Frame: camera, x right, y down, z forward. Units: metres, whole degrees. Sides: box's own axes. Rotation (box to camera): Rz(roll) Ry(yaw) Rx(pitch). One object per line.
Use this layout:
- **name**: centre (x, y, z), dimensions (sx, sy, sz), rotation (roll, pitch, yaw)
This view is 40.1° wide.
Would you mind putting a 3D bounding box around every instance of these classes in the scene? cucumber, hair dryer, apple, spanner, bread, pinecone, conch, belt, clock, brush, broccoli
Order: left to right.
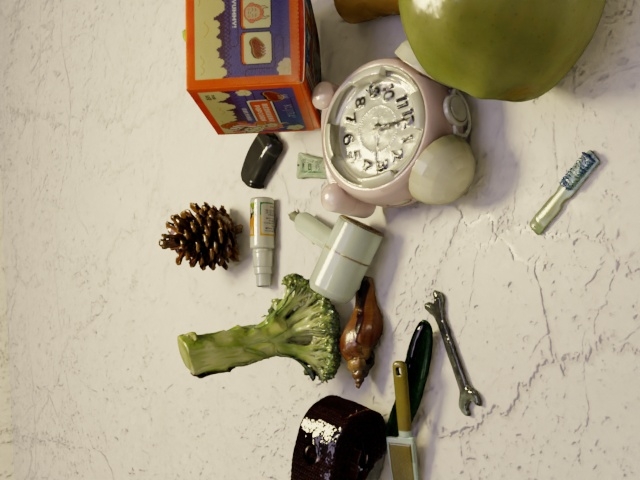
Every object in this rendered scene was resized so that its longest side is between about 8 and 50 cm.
- **pinecone**: centre (-0.311, -0.011, 2.261), dimensions (0.185, 0.212, 0.169), rotation (43, 118, 55)
- **broccoli**: centre (-0.138, 0.204, 1.929), dimensions (0.221, 0.361, 0.252), rotation (110, 159, -43)
- **hair dryer**: centre (0.000, 0.000, 1.987), dimensions (0.173, 0.107, 0.357), rotation (-63, 31, 7)
- **belt**: centre (0.025, 0.471, 1.826), dimensions (0.164, 0.184, 0.289), rotation (15, 97, 41)
- **conch**: centre (0.085, 0.195, 1.867), dimensions (0.086, 0.080, 0.233), rotation (12, 95, 38)
- **bread**: centre (0.141, -0.549, 1.878), dimensions (0.305, 0.091, 0.142), rotation (3, 83, 49)
- **clock**: centre (0.153, -0.217, 1.763), dimensions (0.325, 0.184, 0.342), rotation (-17, 78, 43)
- **cucumber**: centre (0.183, 0.289, 1.764), dimensions (0.056, 0.056, 0.284), rotation (30, 112, 47)
- **spanner**: centre (0.257, 0.217, 1.711), dimensions (0.054, 0.015, 0.255), rotation (-40, 57, 42)
- **apple**: centre (0.299, -0.415, 1.483), dimensions (0.357, 0.357, 0.357), rotation (-7, 80, 49)
- **brush**: centre (0.423, -0.082, 1.536), dimensions (0.033, 0.030, 0.178), rotation (51, 124, 28)

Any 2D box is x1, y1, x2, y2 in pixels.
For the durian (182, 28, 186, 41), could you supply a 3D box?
- **durian**: centre (-0.285, -0.594, 2.376), dimensions (0.250, 0.101, 0.139), rotation (-21, 70, 47)

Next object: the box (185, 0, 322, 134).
- **box**: centre (-0.139, -0.432, 1.935), dimensions (0.349, 0.256, 0.319), rotation (65, -159, -79)

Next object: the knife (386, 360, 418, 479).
- **knife**: centre (0.163, 0.406, 1.750), dimensions (0.061, 0.027, 0.343), rotation (-3, 97, 29)

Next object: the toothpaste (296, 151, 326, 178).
- **toothpaste**: centre (0.008, -0.169, 2.035), dimensions (0.218, 0.041, 0.064), rotation (12, 101, 54)

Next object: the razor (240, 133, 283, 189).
- **razor**: centre (-0.153, -0.205, 2.214), dimensions (0.148, 0.054, 0.090), rotation (-59, 43, 26)

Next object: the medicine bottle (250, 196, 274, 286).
- **medicine bottle**: centre (-0.149, 0.006, 2.189), dimensions (0.092, 0.061, 0.221), rotation (155, 115, -72)
